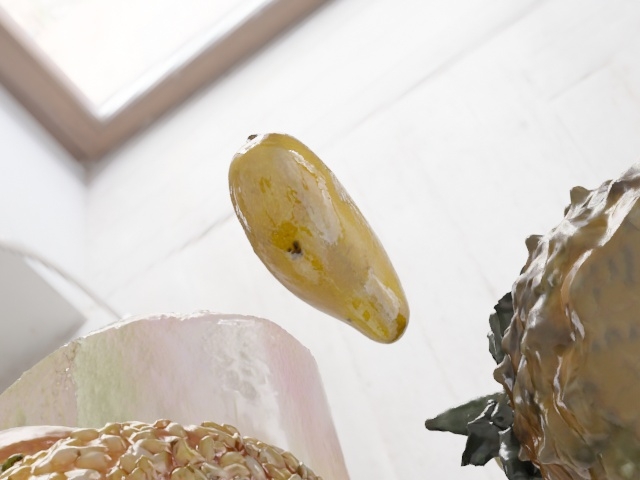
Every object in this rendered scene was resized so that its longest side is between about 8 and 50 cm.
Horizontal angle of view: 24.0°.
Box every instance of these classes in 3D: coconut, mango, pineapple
[{"bbox_3d":[-0.120,0.197,1.181,0.297,0.297,0.309,-33,50,11],"label":"coconut"},{"bbox_3d":[-0.005,0.002,1.567,0.109,0.262,0.157,-30,13,12],"label":"mango"},{"bbox_3d":[0.108,0.052,0.529,0.128,0.128,0.248,-54,-3,-16],"label":"pineapple"}]

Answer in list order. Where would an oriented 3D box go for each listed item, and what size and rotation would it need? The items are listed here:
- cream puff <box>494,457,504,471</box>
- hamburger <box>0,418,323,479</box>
[{"bbox_3d":[0.363,0.166,1.624,0.323,0.270,0.274,-21,0,35],"label":"cream puff"},{"bbox_3d":[-0.111,0.258,0.810,0.250,0.330,0.330,-1,51,56],"label":"hamburger"}]
